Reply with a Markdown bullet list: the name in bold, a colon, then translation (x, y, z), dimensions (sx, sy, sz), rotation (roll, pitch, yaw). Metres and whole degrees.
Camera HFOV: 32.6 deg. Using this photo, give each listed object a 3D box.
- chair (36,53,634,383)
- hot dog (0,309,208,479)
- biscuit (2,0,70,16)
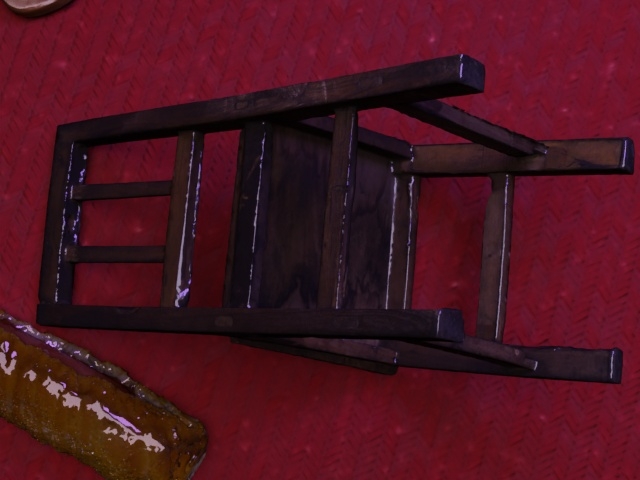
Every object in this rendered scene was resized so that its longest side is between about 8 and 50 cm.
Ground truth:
- **chair**: translation (0.000, 0.000, 0.869), dimensions (0.241, 0.416, 0.203), rotation (12, 80, -47)
- **hot dog**: translation (-0.226, 0.117, 0.882), dimensions (0.289, 0.068, 0.083), rotation (28, 88, -1)
- **biscuit**: translation (-0.272, -0.258, 0.953), dimensions (0.118, 0.023, 0.140), rotation (-24, 85, -7)
